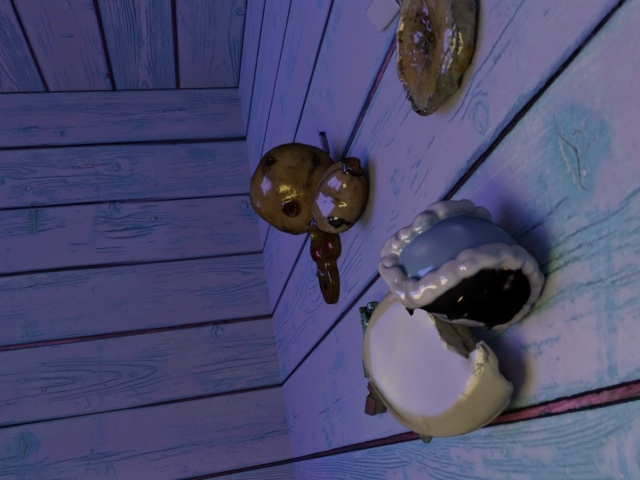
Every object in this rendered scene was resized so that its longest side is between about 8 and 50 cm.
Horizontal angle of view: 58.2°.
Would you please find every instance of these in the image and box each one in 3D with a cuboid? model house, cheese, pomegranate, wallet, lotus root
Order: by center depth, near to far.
[{"bbox_3d":[0.191,0.191,0.956,0.266,0.127,0.233,55,128,27],"label":"cheese"},{"bbox_3d":[0.138,-0.500,1.236,0.061,0.025,0.122,57,164,-4],"label":"wallet"},{"bbox_3d":[0.142,0.410,1.504,0.057,0.058,0.083,-116,25,-56],"label":"model house"},{"bbox_3d":[0.053,-0.108,1.516,0.257,0.140,0.154,117,159,-48],"label":"lotus root"},{"bbox_3d":[-0.070,-0.153,1.712,0.281,0.281,0.281,175,90,-76],"label":"pomegranate"}]

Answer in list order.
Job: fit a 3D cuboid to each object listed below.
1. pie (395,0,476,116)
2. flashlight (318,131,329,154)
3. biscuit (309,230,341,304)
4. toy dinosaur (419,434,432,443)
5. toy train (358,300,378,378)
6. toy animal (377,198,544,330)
[{"bbox_3d":[0.195,-0.358,1.023,0.274,0.055,0.274,175,90,-76],"label":"pie"},{"bbox_3d":[0.011,-0.313,1.848,0.018,0.018,0.083,112,149,-61],"label":"flashlight"},{"bbox_3d":[-0.002,0.000,1.921,0.283,0.064,0.432,162,103,-75],"label":"biscuit"},{"bbox_3d":[0.215,0.245,1.103,0.162,0.077,0.294,-130,51,-58],"label":"toy dinosaur"},{"bbox_3d":[0.136,0.251,1.430,0.132,0.083,0.200,151,114,-78],"label":"toy train"},{"bbox_3d":[0.209,0.031,0.848,0.156,0.208,0.204,-58,31,24],"label":"toy animal"}]
